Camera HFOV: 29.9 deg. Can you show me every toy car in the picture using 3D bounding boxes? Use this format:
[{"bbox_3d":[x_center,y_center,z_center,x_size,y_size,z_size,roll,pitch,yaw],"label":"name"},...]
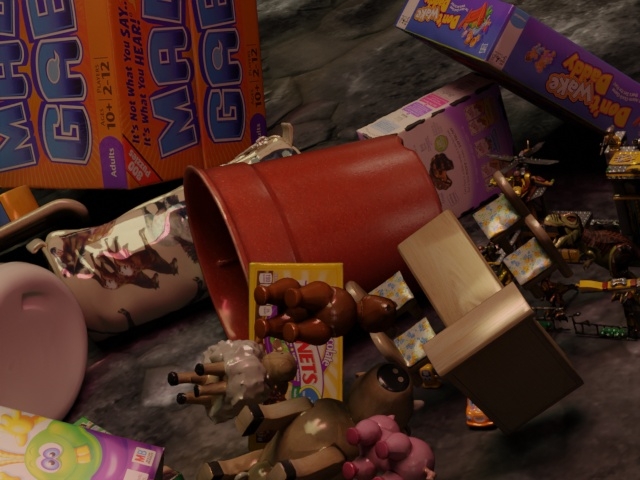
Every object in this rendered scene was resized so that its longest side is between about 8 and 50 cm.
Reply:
[{"bbox_3d":[0.146,0.166,1.313,0.122,0.041,0.060,8,39,39],"label":"toy car"}]

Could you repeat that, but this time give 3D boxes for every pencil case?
[{"bbox_3d":[-0.188,-0.006,1.664,0.410,0.184,0.160,-24,6,-7],"label":"pencil case"}]

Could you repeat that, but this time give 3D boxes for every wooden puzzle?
[{"bbox_3d":[-0.533,-0.003,1.849,0.347,0.081,0.322,-23,2,-10],"label":"wooden puzzle"}]

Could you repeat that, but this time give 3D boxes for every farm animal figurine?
[{"bbox_3d":[0.024,0.206,1.144,0.172,0.330,0.326,-2,-24,-40],"label":"farm animal figurine"}]

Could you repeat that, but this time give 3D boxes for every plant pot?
[{"bbox_3d":[0.000,0.000,1.487,0.265,0.272,0.272,-18,28,-15],"label":"plant pot"}]

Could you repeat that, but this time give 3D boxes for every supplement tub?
[{"bbox_3d":[-0.487,0.142,1.545,0.316,0.228,0.228,-1,33,30],"label":"supplement tub"}]

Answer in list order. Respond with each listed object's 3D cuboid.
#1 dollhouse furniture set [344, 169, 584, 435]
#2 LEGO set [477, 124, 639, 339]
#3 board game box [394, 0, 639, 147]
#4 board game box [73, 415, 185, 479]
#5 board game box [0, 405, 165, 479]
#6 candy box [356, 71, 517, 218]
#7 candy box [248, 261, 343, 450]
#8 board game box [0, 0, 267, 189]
[{"bbox_3d":[0.148,0.056,1.243,0.212,0.161,0.242,-37,47,8],"label":"dollhouse furniture set"},{"bbox_3d":[0.300,-0.021,1.382,0.331,0.192,0.255,8,39,41],"label":"LEGO set"},{"bbox_3d":[0.299,-0.230,1.621,0.078,0.347,0.233,-62,31,7],"label":"board game box"},{"bbox_3d":[-0.322,0.332,1.308,0.317,0.046,0.213,-37,32,-28],"label":"board game box"},{"bbox_3d":[-0.306,0.260,1.175,0.275,0.144,0.142,14,51,1],"label":"board game box"},{"bbox_3d":[0.167,-0.115,1.655,0.196,0.165,0.070,-28,29,-15],"label":"candy box"},{"bbox_3d":[-0.027,0.126,1.313,0.105,0.206,0.027,0,-2,-6],"label":"candy box"},{"bbox_3d":[-0.339,-0.282,1.943,0.356,0.356,0.356,2,12,34],"label":"board game box"}]
